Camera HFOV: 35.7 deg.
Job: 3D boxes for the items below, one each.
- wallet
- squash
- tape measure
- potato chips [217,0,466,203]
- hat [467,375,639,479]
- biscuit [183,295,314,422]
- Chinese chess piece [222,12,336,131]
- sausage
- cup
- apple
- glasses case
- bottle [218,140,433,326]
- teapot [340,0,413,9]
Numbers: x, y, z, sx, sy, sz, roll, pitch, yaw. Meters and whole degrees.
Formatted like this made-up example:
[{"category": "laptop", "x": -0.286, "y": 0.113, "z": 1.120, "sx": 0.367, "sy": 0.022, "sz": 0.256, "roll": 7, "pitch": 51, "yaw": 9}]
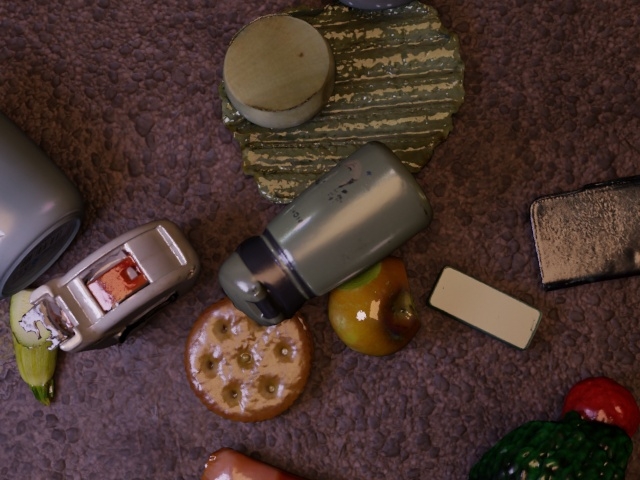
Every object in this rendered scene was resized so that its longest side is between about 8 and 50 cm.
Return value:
[{"category": "wallet", "x": 0.515, "y": -0.020, "z": 1.680, "sx": 0.317, "sy": 0.045, "sz": 0.173, "roll": -11, "pitch": 88, "yaw": -1}, {"category": "squash", "x": -0.470, "y": 0.178, "z": 1.652, "sx": 0.090, "sy": 0.075, "sz": 0.200, "roll": -2, "pitch": 86, "yaw": -24}, {"category": "tape measure", "x": -0.313, "y": 0.080, "z": 1.567, "sx": 0.265, "sy": 0.258, "sz": 0.130, "roll": -34, "pitch": 84, "yaw": -3}, {"category": "potato chips", "x": 0.041, "y": -0.237, "z": 1.691, "sx": 0.429, "sy": 0.070, "sz": 0.359, "roll": -7, "pitch": 83, "yaw": -1}, {"category": "hat", "x": 0.402, "y": 0.361, "z": 1.572, "sx": 0.332, "sy": 0.274, "sz": 0.242, "roll": -43, "pitch": 97, "yaw": -31}, {"category": "biscuit", "x": -0.119, "y": 0.192, "z": 1.655, "sx": 0.220, "sy": 0.066, "sz": 0.221, "roll": 0, "pitch": 87, "yaw": 2}, {"category": "Chinese chess piece", "x": -0.067, "y": -0.276, "z": 1.636, "sx": 0.188, "sy": 0.083, "sz": 0.189, "roll": -2, "pitch": 75, "yaw": 7}, {"category": "sausage", "x": -0.049, "y": 0.422, "z": 1.626, "sx": 0.300, "sy": 0.083, "sz": 0.089, "roll": 19, "pitch": 86, "yaw": 4}, {"category": "cup", "x": -0.571, "y": -0.029, "z": 1.605, "sx": 0.274, "sy": 0.259, "sz": 0.357, "roll": 42, "pitch": 117, "yaw": 3}, {"category": "apple", "x": 0.096, "y": 0.109, "z": 1.612, "sx": 0.163, "sy": 0.147, "sz": 0.146, "roll": -35, "pitch": 111, "yaw": -12}, {"category": "glasses case", "x": 0.275, "y": 0.114, "z": 1.672, "sx": 0.184, "sy": 0.039, "sz": 0.078, "roll": 26, "pitch": 85, "yaw": 3}, {"category": "bottle", "x": -0.001, "y": 0.000, "z": 1.567, "sx": 0.347, "sy": 0.168, "sz": 0.168, "roll": -36, "pitch": 86, "yaw": 0}, {"category": "teapot", "x": 0.099, "y": -0.468, "z": 1.649, "sx": 0.294, "sy": 0.130, "sz": 0.193, "roll": 19, "pitch": 44, "yaw": 31}]
